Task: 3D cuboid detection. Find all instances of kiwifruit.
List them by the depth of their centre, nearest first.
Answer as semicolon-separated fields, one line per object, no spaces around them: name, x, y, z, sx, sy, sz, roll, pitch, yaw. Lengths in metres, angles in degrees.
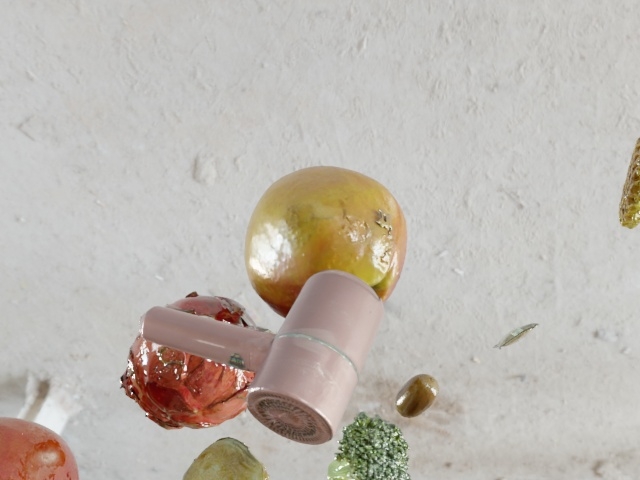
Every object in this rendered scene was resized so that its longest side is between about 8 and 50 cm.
kiwifruit;0.211;0.341;1.374;0.075;0.075;0.124;26;123;-11

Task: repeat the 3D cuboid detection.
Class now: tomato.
tomato;-0.534;0.479;1.124;0.143;0.338;0.338;-12;130;17

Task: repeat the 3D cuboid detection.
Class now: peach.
peach;0.002;0.000;1.309;0.289;0.373;0.372;13;144;-38

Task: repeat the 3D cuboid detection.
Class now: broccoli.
broccoli;0.174;0.717;1.972;0.323;0.335;0.272;6;152;-23

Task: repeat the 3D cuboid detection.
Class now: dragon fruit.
dragon fruit;-0.260;0.259;1.336;0.295;0.296;0.301;36;135;-20

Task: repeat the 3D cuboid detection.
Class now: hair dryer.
hair dryer;-0.105;0.129;0.886;0.352;0.210;0.125;11;140;22

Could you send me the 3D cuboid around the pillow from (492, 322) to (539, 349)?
pillow;0.536;0.261;1.726;0.130;0.033;0.217;-32;166;3

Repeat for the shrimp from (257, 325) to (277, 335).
shrimp;-0.124;0.311;1.880;0.217;0.051;0.115;30;-171;37

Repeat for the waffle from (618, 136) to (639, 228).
waffle;0.628;-0.114;1.249;0.038;0.191;0.191;11;137;20

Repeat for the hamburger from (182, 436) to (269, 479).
hamburger;-0.151;0.409;1.000;0.185;0.159;0.131;32;151;37
